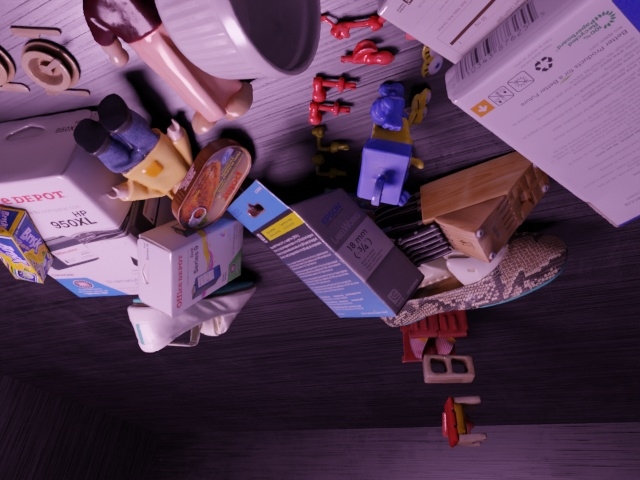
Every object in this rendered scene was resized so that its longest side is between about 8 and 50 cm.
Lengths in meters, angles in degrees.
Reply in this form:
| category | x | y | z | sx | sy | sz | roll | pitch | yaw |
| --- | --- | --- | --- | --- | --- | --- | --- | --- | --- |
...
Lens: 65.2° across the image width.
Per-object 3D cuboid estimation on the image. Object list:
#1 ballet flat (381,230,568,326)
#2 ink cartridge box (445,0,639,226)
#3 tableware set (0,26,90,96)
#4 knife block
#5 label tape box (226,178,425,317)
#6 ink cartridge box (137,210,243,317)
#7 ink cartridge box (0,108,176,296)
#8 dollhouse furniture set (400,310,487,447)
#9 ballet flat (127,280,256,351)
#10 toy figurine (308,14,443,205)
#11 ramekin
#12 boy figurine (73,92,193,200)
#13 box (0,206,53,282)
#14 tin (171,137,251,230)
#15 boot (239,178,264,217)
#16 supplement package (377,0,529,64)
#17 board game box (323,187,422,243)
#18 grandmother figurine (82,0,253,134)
| category | x | y | z | sx | sy | sz | roll | pitch | yaw |
| --- | --- | --- | --- | --- | --- | --- | --- | --- | --- |
| ballet flat | 0.269 | 0.074 | 1.094 | 0.182 | 0.163 | 0.483 | 37 | 140 | -24 |
| ink cartridge box | 0.340 | -0.165 | 0.480 | 0.308 | 0.072 | 0.304 | 24 | 138 | -29 |
| tableware set | -0.488 | -0.274 | 0.800 | 0.195 | 0.039 | 0.128 | 4 | 146 | 3 |
| knife block | 0.240 | -0.068 | 0.922 | 0.242 | 0.275 | 0.088 | 29 | 164 | 49 |
| label tape box | 0.000 | 0.000 | 0.948 | 0.333 | 0.106 | 0.241 | 45 | 158 | -11 |
| ink cartridge box | -0.257 | 0.034 | 1.013 | 0.093 | 0.212 | 0.154 | 23 | 120 | 25 |
| ink cartridge box | -0.477 | -0.049 | 1.019 | 0.286 | 0.166 | 0.394 | -5 | 144 | 17 |
| dollhouse furniture set | 0.302 | 0.348 | 1.295 | 0.153 | 0.373 | 0.201 | -1 | 144 | 3 |
| ballet flat | -0.290 | 0.177 | 1.189 | 0.139 | 0.139 | 0.400 | -12 | 177 | 25 |
| toy figurine | 0.067 | -0.127 | 0.763 | 0.192 | 0.217 | 0.362 | 7 | 146 | 0 |
| ramekin | -0.095 | -0.286 | 0.575 | 0.109 | 0.207 | 0.207 | -1 | 146 | 28 |
| boy figurine | -0.298 | -0.129 | 0.890 | 0.177 | 0.092 | 0.285 | -44 | 151 | -2 |
| box | -0.551 | 0.012 | 0.920 | 0.054 | 0.059 | 0.168 | 9 | 146 | -3 |
| tin | -0.201 | -0.102 | 0.921 | 0.106 | 0.040 | 0.189 | 12 | 119 | -53 |
| boot | -0.157 | -0.077 | 1.044 | 0.106 | 0.037 | 0.114 | 34 | 143 | -31 |
| supplement package | 0.230 | -0.281 | 0.538 | 0.293 | 0.177 | 0.175 | 22 | 141 | -23 |
| board game box | 0.094 | -0.040 | 1.050 | 0.202 | 0.035 | 0.136 | 10 | 146 | -5 |
| grandmother figurine | -0.233 | -0.293 | 0.678 | 0.208 | 0.103 | 0.342 | -23 | 140 | 24 |
